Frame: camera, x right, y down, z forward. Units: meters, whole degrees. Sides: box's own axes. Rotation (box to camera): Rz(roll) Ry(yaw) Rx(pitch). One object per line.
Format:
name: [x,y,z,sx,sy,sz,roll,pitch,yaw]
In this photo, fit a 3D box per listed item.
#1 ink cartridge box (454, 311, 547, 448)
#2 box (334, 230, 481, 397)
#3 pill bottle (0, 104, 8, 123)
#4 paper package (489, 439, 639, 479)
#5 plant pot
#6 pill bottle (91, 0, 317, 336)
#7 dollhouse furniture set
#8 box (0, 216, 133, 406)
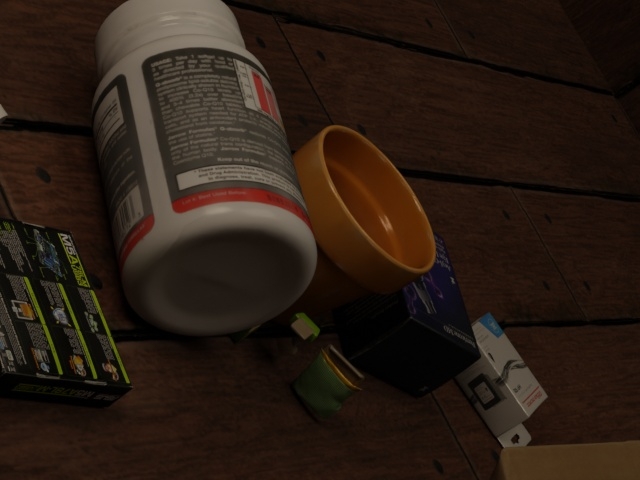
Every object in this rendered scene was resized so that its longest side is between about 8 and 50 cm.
ink cartridge box: [0.244,0.196,2.531,0.180,0.060,0.104,55,24,2]
box: [0.098,0.072,2.377,0.153,0.108,0.207,29,34,-43]
pill bottle: [-0.373,-0.160,1.896,0.120,0.067,0.067,53,25,-2]
paper package: [0.357,0.410,2.177,0.309,0.168,0.325,0,48,-15]
plant pot: [0.000,0.000,2.202,0.205,0.188,0.205,41,27,-27]
pill bottle: [-0.139,-0.094,2.052,0.210,0.210,0.363,29,35,-43]
dollhouse furniture set: [-0.027,0.136,2.119,0.151,0.076,0.058,45,22,5]
box: [-0.282,0.065,1.799,0.184,0.045,0.191,16,43,-57]
